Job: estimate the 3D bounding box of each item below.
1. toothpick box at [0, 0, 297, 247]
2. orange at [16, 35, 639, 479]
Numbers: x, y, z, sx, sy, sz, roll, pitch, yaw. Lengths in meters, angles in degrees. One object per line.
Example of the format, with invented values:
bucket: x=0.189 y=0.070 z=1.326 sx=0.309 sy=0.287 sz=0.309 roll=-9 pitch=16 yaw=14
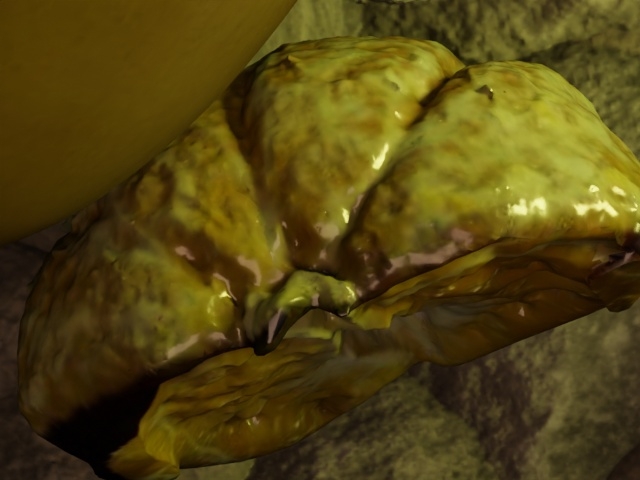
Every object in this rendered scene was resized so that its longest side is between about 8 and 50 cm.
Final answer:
toothpick box: x=-0.190 y=-0.200 z=0.596 sx=0.409 sy=0.409 sz=0.425 roll=33 pitch=110 yaw=-12
orange: x=0.000 y=0.000 z=0.768 sx=0.368 sy=0.271 sz=0.210 roll=-24 pitch=66 yaw=10
